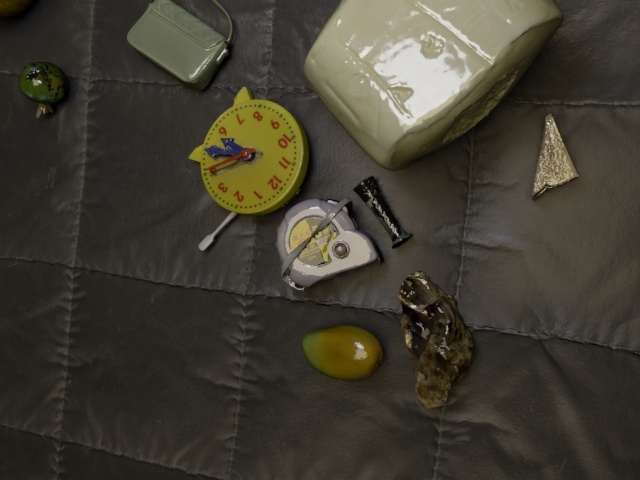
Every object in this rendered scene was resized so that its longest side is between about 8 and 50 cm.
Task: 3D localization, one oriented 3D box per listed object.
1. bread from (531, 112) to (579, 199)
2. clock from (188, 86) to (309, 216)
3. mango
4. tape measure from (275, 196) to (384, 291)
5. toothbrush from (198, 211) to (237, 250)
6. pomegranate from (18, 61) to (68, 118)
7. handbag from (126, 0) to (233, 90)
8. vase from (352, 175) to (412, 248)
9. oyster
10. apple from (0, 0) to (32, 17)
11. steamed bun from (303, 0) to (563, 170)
[{"bbox_3d":[0.463,-0.175,1.318,0.105,0.077,0.152,-23,83,16],"label":"bread"},{"bbox_3d":[-0.168,-0.202,1.497,0.293,0.071,0.277,37,98,21],"label":"clock"},{"bbox_3d":[0.048,0.255,1.452,0.194,0.092,0.130,15,97,21],"label":"mango"},{"bbox_3d":[0.000,0.000,1.445,0.236,0.120,0.197,-21,91,12],"label":"tape measure"},{"bbox_3d":[-0.181,-0.096,1.547,0.342,0.030,0.025,-46,79,14],"label":"toothbrush"},{"bbox_3d":[-0.734,-0.400,1.678,0.122,0.122,0.162,26,125,15],"label":"pomegranate"},{"bbox_3d":[-0.332,-0.515,1.566,0.256,0.079,0.219,36,91,13],"label":"handbag"},{"bbox_3d":[0.141,-0.064,1.431,0.059,0.059,0.167,-35,82,15],"label":"vase"},{"bbox_3d":[0.238,0.215,1.397,0.166,0.094,0.295,-30,77,25],"label":"oyster"},{"bbox_3d":[-0.878,-0.730,1.628,0.301,0.301,0.302,0,92,18],"label":"apple"},{"bbox_3d":[0.215,-0.389,1.284,0.456,0.290,0.371,-40,74,12],"label":"steamed bun"}]
